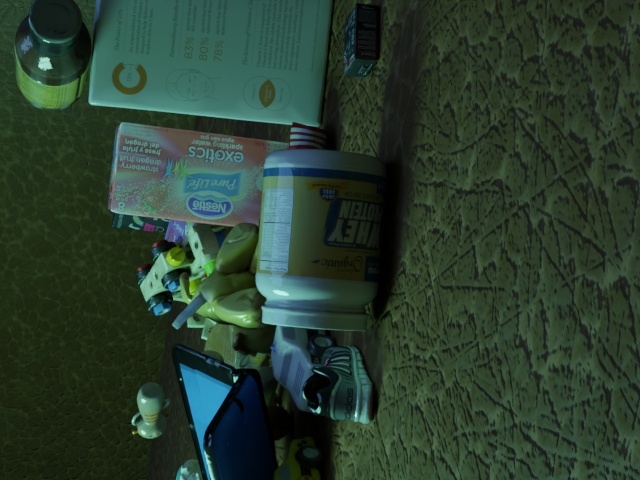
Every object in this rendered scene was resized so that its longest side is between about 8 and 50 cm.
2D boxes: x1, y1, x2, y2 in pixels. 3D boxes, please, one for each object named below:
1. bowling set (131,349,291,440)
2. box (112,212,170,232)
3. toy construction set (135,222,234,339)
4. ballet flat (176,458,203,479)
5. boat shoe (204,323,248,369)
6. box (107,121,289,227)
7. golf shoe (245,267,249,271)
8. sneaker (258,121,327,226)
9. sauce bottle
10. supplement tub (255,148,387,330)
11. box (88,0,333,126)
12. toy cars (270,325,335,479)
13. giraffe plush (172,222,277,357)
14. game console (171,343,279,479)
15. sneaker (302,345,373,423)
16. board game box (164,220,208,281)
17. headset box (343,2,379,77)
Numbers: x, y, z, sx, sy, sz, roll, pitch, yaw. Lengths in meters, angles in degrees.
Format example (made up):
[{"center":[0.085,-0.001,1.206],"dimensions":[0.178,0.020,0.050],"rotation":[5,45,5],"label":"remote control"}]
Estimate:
[{"center":[-0.140,0.273,1.905],"dimensions":[0.200,0.287,0.154],"rotation":[48,150,27],"label":"bowling set"},{"center":[-0.292,-0.105,2.519],"dimensions":[0.165,0.270,0.143],"rotation":[121,151,-65],"label":"box"},{"center":[-0.201,0.053,2.145],"dimensions":[0.151,0.215,0.327],"rotation":[57,145,29],"label":"toy construction set"},{"center":[-0.140,0.543,1.899],"dimensions":[0.147,0.147,0.408],"rotation":[117,149,-62],"label":"ballet flat"},{"center":[-0.126,0.158,2.071],"dimensions":[0.098,0.096,0.277],"rotation":[47,128,39],"label":"boat shoe"},{"center":[-0.178,-0.098,1.897],"dimensions":[0.154,0.300,0.142],"rotation":[-167,83,-77],"label":"box"},{"center":[-0.113,0.063,1.907],"dimensions":[0.176,0.086,0.069],"rotation":[-40,43,37],"label":"golf shoe"},{"center":[-0.027,-0.091,1.773],"dimensions":[0.221,0.087,0.128],"rotation":[126,161,-59],"label":"sneaker"},{"center":[-0.383,-0.272,1.730],"dimensions":[0.344,0.111,0.111],"rotation":[153,121,-73],"label":"sauce bottle"},{"center":[0.000,0.000,1.388],"dimensions":[0.144,0.144,0.199],"rotation":[177,97,-78],"label":"supplement tub"},{"center":[-0.171,-0.296,1.832],"dimensions":[0.168,0.345,0.215],"rotation":[-150,66,-77],"label":"box"},{"center":[-0.039,0.248,1.619],"dimensions":[0.176,0.087,0.393],"rotation":[128,145,-69],"label":"toy cars"},{"center":[-0.094,0.102,1.795],"dimensions":[0.170,0.210,0.181],"rotation":[50,-174,-43],"label":"giraffe plush"},{"center":[-0.151,0.327,1.690],"dimensions":[0.250,0.173,0.293],"rotation":[-58,-39,-59],"label":"game console"},{"center":[0.013,0.167,1.431],"dimensions":[0.170,0.075,0.063],"rotation":[-121,37,-71],"label":"sneaker"},{"center":[-0.215,0.006,2.370],"dimensions":[0.208,0.056,0.347],"rotation":[46,154,8],"label":"board game box"},{"center":[0.051,-0.248,1.514],"dimensions":[0.062,0.032,0.083],"rotation":[132,140,-72],"label":"headset box"}]
